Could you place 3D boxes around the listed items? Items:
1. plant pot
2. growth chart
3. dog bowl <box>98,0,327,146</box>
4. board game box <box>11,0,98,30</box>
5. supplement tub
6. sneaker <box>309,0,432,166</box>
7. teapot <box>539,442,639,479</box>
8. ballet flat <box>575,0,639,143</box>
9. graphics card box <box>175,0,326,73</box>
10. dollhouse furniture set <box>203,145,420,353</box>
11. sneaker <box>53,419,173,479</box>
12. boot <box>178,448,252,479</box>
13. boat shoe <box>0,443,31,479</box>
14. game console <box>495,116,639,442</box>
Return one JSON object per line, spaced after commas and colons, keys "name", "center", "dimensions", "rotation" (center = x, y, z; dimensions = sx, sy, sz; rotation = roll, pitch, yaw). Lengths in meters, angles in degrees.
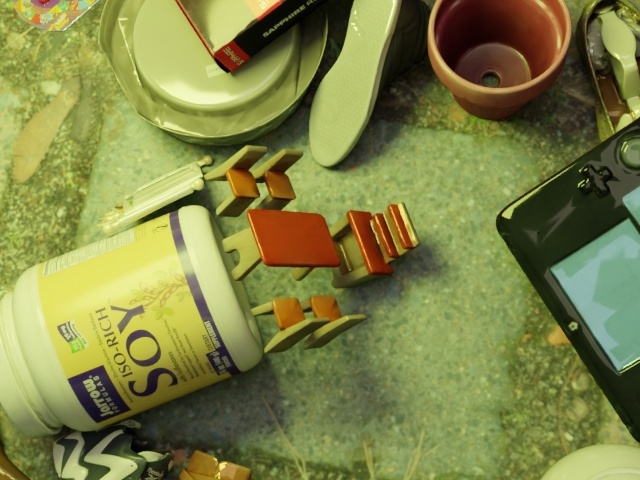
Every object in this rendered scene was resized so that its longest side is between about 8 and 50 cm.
{"name": "plant pot", "center": [0.255, -0.270, 1.635], "dimensions": [0.201, 0.180, 0.201], "rotation": [-1, 73, 4]}
{"name": "growth chart", "center": [-0.235, -0.067, 1.602], "dimensions": [0.171, 0.237, 0.021], "rotation": [-26, 103, 2]}
{"name": "dog bowl", "center": [-0.158, -0.301, 1.718], "dimensions": [0.348, 0.102, 0.349], "rotation": [-1, 73, 5]}
{"name": "board game box", "center": [-0.422, -0.420, 1.810], "dimensions": [0.168, 0.033, 0.133], "rotation": [-43, 74, -8]}
{"name": "supplement tub", "center": [-0.268, 0.115, 1.524], "dimensions": [0.331, 0.241, 0.241], "rotation": [-22, 73, 0]}
{"name": "sneaker", "center": [0.086, -0.244, 1.682], "dimensions": [0.104, 0.146, 0.296], "rotation": [32, 109, 33]}
{"name": "teapot", "center": [0.379, 0.376, 1.425], "dimensions": [0.252, 0.187, 0.256], "rotation": [-5, 74, 3]}
{"name": "ballet flat", "center": [0.457, -0.207, 1.634], "dimensions": [0.123, 0.123, 0.349], "rotation": [-14, 73, 0]}
{"name": "graphics card box", "center": [-0.055, -0.444, 1.613], "dimensions": [0.370, 0.094, 0.233], "rotation": [-34, 74, 7]}
{"name": "dollhouse furniture set", "center": [0.000, 0.000, 1.520], "dimensions": [0.135, 0.259, 0.262], "rotation": [-33, 69, 35]}
{"name": "sneaker", "center": [-0.261, 0.352, 1.524], "dimensions": [0.153, 0.094, 0.235], "rotation": [-24, 62, 9]}
{"name": "boot", "center": [-0.123, 0.383, 1.523], "dimensions": [0.197, 0.073, 0.152], "rotation": [23, 72, 8]}
{"name": "boat shoe", "center": [-0.515, 0.258, 1.566], "dimensions": [0.324, 0.122, 0.120], "rotation": [32, 75, 12]}
{"name": "game console", "center": [0.477, 0.035, 1.530], "dimensions": [0.342, 0.060, 0.387], "rotation": [-34, 78, 10]}
